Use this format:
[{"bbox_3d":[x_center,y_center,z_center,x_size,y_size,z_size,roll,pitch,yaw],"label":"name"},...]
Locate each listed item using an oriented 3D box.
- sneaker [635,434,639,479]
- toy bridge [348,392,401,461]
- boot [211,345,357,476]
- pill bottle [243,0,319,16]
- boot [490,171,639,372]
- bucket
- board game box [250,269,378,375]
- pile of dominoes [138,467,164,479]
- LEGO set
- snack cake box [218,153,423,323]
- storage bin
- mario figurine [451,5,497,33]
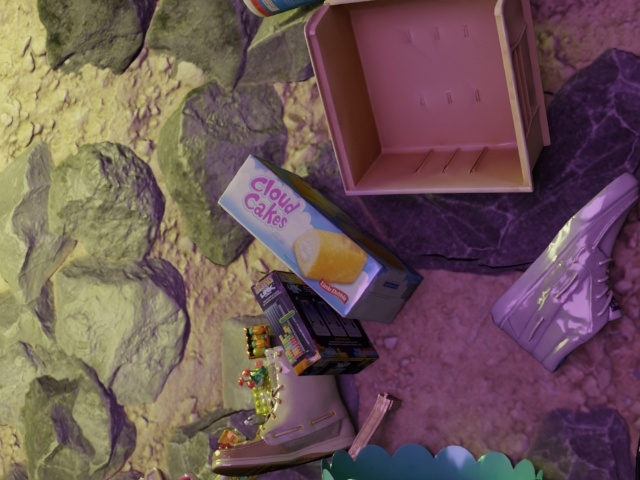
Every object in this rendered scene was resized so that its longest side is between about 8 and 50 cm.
[{"bbox_3d":[0.417,0.234,1.154,0.084,0.097,0.235,4,85,28],"label":"sneaker"},{"bbox_3d":[0.059,0.297,1.357,0.026,0.063,0.188,22,94,29],"label":"toy bridge"},{"bbox_3d":[-0.063,0.233,1.369,0.077,0.213,0.165,132,127,-61],"label":"boot"},{"bbox_3d":[-0.008,-0.416,1.453,0.221,0.124,0.124,-10,79,27],"label":"pill bottle"},{"bbox_3d":[0.339,0.046,1.235,0.123,0.095,0.258,45,113,19],"label":"boot"},{"bbox_3d":[0.134,0.362,1.199,0.281,0.281,0.183,0,89,28],"label":"bucket"},{"bbox_3d":[-0.006,0.115,1.355,0.048,0.170,0.141,-39,66,20],"label":"board game box"},{"bbox_3d":[-0.266,0.512,1.531,0.196,0.040,0.251,-39,59,19],"label":"pile of dominoes"},{"bbox_3d":[-0.118,0.266,1.430,0.132,0.107,0.287,22,94,28],"label":"LEGO set"},{"bbox_3d":[0.000,0.000,1.377,0.264,0.152,0.089,41,102,26],"label":"snack cake box"},{"bbox_3d":[0.143,-0.203,1.275,0.262,0.123,0.261,0,122,29],"label":"storage bin"},{"bbox_3d":[0.198,-0.421,1.320,0.198,0.170,0.321,-24,71,21],"label":"mario figurine"}]
